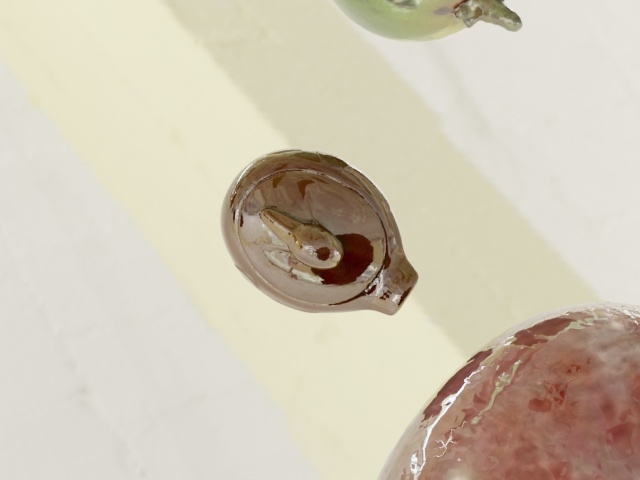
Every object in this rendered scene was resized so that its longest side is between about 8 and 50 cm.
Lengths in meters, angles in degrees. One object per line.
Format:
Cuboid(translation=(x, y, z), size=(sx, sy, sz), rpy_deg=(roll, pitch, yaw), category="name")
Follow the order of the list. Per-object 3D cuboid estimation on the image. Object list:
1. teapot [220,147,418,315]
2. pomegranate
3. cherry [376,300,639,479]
Cuboid(translation=(0.000, 0.000, 1.088), size=(0.129, 0.098, 0.078), rpy_deg=(35, -172, -15), category="teapot")
Cuboid(translation=(0.061, -0.232, 1.146), size=(0.156, 0.156, 0.220), rpy_deg=(2, -107, -23), category="pomegranate")
Cuboid(translation=(0.141, 0.171, 0.917), size=(0.236, 0.285, 0.213), rpy_deg=(34, 166, -35), category="cherry")
